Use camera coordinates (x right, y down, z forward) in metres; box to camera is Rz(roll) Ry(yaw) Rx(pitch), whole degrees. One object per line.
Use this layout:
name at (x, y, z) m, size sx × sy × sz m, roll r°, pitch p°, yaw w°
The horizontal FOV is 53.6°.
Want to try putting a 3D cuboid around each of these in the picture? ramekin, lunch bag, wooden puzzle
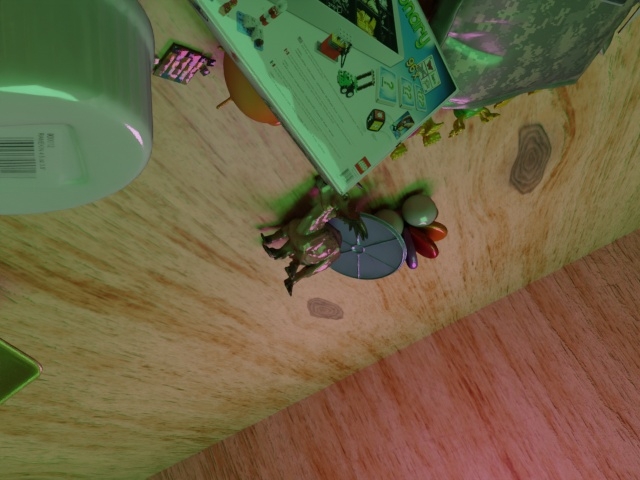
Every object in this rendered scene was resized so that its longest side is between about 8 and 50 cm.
ramekin at (-0.289, -0.129, 0.589) m, size 0.278 × 0.135 × 0.277 m, roll -11°, pitch 161°, yaw -4°
lunch bag at (0.249, -0.303, 0.799) m, size 0.287 × 0.168 × 0.235 m, roll -19°, pitch 156°, yaw -26°
wooden puzzle at (-0.170, -0.212, 0.766) m, size 0.049 × 0.006 × 0.083 m, roll -40°, pitch 153°, yaw 30°

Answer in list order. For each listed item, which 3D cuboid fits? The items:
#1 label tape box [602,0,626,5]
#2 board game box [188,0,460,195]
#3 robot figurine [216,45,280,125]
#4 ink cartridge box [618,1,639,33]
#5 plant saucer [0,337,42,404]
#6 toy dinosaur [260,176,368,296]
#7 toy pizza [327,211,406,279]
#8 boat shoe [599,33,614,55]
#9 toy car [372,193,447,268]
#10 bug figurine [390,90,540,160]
label tape box at (0.261, -0.338, 0.515) m, size 0.348 × 0.115 × 0.249 m, roll -2°, pitch 136°, yaw -33°
board game box at (0.011, -0.215, 0.668) m, size 0.193 × 0.053 × 0.305 m, roll -42°, pitch 129°, yaw -3°
robot figurine at (-0.021, -0.214, 0.766) m, size 0.220 × 0.128 × 0.158 m, roll -16°, pitch -171°, yaw -22°
ink cartridge box at (0.490, -0.425, 0.811) m, size 0.239 × 0.060 × 0.275 m, roll -39°, pitch 166°, yaw -34°
plant saucer at (-0.635, 0.181, 0.878) m, size 0.333 × 0.081 × 0.332 m, roll -38°, pitch 134°, yaw -3°
toy dinosaur at (0.000, 0.000, 1.240) m, size 0.200 × 0.127 × 0.295 m, roll -29°, pitch 163°, yaw -11°
toy pizza at (0.081, 0.008, 1.324) m, size 0.202 × 0.032 × 0.201 m, roll 10°, pitch 138°, yaw 9°
boat shoe at (0.420, -0.357, 0.985) m, size 0.228 × 0.069 × 0.081 m, roll 18°, pitch 91°, yaw -63°
toy car at (0.193, -0.003, 1.393) m, size 0.182 × 0.136 × 0.159 m, roll -24°, pitch 157°, yaw -5°
bug figurine at (0.211, -0.216, 1.019) m, size 0.279 × 0.072 × 0.216 m, roll -22°, pitch 175°, yaw -12°
